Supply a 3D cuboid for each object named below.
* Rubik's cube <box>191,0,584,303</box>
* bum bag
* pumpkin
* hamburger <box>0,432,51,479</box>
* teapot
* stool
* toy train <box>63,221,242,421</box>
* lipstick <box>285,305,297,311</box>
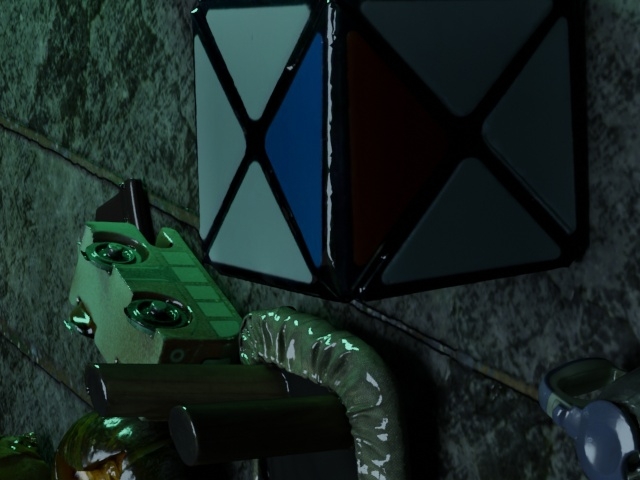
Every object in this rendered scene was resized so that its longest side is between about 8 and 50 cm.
[{"bbox_3d":[0.052,-0.092,1.293,0.246,0.248,0.250,9,103,58],"label":"Rubik's cube"},{"bbox_3d":[-0.266,-0.013,2.064,0.159,0.026,0.109,-30,69,57],"label":"bum bag"},{"bbox_3d":[-0.220,0.309,1.901,0.238,0.159,0.238,12,110,36],"label":"pumpkin"},{"bbox_3d":[-0.516,0.395,2.362,0.122,0.215,0.189,9,116,45],"label":"hamburger"},{"bbox_3d":[0.236,0.130,1.146,0.111,0.108,0.149,-57,48,44],"label":"teapot"},{"bbox_3d":[-0.067,0.247,1.543,0.310,0.226,0.310,14,114,58],"label":"stool"},{"bbox_3d":[-0.194,0.097,1.830,0.326,0.159,0.129,47,130,51],"label":"toy train"},{"bbox_3d":[0.004,0.125,1.623,0.176,0.027,0.027,46,132,46],"label":"lipstick"}]
